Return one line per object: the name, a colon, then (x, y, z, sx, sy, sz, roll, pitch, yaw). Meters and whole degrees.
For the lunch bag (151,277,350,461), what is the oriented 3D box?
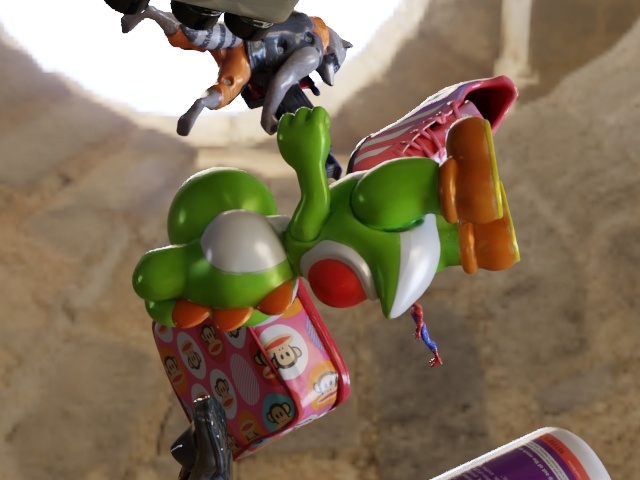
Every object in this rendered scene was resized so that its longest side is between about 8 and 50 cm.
lunch bag: (-0.104, 0.127, 1.766, 0.120, 0.258, 0.293, -26, 174, -31)

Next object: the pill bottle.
pill bottle: (0.192, 0.362, 1.733, 0.323, 0.181, 0.181, -20, -155, -21)

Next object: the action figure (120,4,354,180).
action figure: (-0.078, -0.244, 2.072, 0.330, 0.178, 0.341, -16, -124, -39)

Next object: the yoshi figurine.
yoshi figurine: (-0.005, -0.026, 1.372, 0.362, 0.203, 0.203, -14, -174, 7)

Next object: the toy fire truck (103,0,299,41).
toy fire truck: (-0.120, -0.368, 1.525, 0.217, 0.158, 0.246, 9, -123, -24)

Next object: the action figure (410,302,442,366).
action figure: (0.158, 0.140, 2.223, 0.030, 0.115, 0.038, -18, -171, 8)

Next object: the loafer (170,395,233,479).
loafer: (-0.126, 0.220, 1.493, 0.061, 0.170, 0.062, -1, -132, 0)

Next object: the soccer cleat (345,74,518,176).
soccer cleat: (0.139, -0.120, 1.776, 0.116, 0.108, 0.318, -30, -173, 41)
